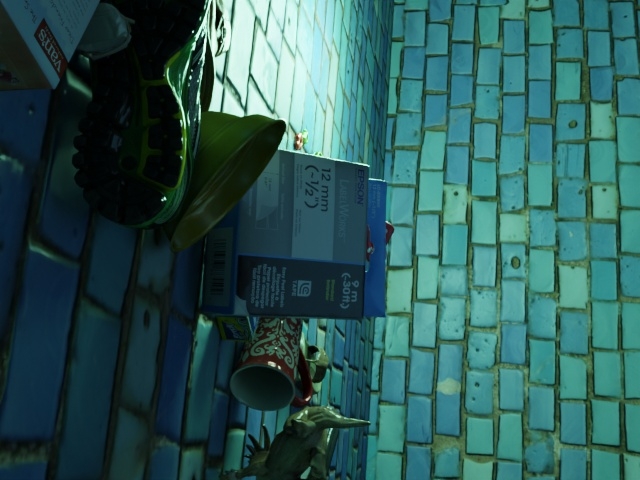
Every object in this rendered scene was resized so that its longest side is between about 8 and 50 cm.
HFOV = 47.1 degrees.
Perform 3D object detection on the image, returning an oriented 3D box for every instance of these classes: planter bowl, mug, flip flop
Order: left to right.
[{"bbox_3d":[-0.146,-0.095,0.921,0.217,0.090,0.217,-50,177,-4],"label":"planter bowl"},{"bbox_3d":[-0.083,0.211,1.300,0.169,0.113,0.150,-80,155,-53],"label":"mug"},{"bbox_3d":[-0.017,0.287,1.679,0.277,0.080,0.112,70,25,-60],"label":"flip flop"}]

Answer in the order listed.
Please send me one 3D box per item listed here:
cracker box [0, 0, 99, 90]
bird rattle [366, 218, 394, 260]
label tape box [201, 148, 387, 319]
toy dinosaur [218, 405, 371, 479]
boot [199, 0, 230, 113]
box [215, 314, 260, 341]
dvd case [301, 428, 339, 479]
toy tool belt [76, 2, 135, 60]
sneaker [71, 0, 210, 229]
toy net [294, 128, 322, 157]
[{"bbox_3d":[-0.241,-0.258,0.604,0.156,0.067,0.232,75,20,-52],"label":"cracker box"},{"bbox_3d":[0.000,0.000,1.392,0.143,0.253,0.207,-61,174,-64],"label":"bird rattle"},{"bbox_3d":[-0.004,-0.002,1.161,0.115,0.347,0.249,-6,-100,57],"label":"label tape box"},{"bbox_3d":[-0.046,0.355,1.262,0.127,0.295,0.200,46,12,1],"label":"toy dinosaur"},{"bbox_3d":[-0.157,-0.255,0.991,0.152,0.072,0.197,-53,146,-76],"label":"boot"},{"bbox_3d":[-0.122,0.088,1.227,0.169,0.054,0.059,-75,162,-49],"label":"box"},{"bbox_3d":[-0.053,0.475,1.347,0.253,0.022,0.180,-54,-175,29],"label":"dvd case"},{"bbox_3d":[-0.220,-0.197,0.694,0.051,0.083,0.052,-95,172,-72],"label":"toy tool belt"},{"bbox_3d":[-0.188,-0.178,0.786,0.146,0.134,0.344,107,-11,-80],"label":"sneaker"},{"bbox_3d":[-0.038,-0.162,1.609,0.232,0.045,0.122,-64,153,-62],"label":"toy net"}]
